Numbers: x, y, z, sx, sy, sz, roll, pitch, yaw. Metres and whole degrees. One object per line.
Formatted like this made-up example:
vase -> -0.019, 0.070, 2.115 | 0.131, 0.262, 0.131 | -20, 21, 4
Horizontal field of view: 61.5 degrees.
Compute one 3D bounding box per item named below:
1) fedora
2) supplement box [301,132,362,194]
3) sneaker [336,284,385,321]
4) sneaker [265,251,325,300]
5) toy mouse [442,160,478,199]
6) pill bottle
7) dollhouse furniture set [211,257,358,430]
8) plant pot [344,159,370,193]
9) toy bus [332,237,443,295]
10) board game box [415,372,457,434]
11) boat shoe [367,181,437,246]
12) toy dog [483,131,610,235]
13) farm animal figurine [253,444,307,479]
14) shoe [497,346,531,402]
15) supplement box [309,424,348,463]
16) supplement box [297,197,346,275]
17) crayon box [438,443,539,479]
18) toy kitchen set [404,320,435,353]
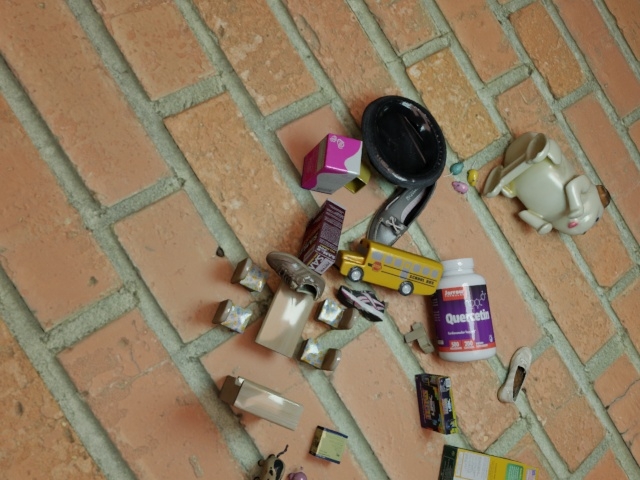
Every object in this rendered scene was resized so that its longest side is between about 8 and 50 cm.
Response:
fedora -> 0.254, -0.306, 1.780 | 0.334, 0.152, 0.333 | 6, 72, -18
supplement box -> 0.031, -0.229, 1.646 | 0.111, 0.220, 0.113 | 11, 77, -19
sneaker -> 0.131, 0.186, 1.703 | 0.178, 0.072, 0.077 | 36, 58, -20
sneaker -> -0.070, 0.098, 1.482 | 0.189, 0.066, 0.071 | 29, 40, -11
toy mouse -> 0.506, -0.227, 1.931 | 0.143, 0.031, 0.160 | 7, 78, -20
pill bottle -> 0.458, 0.225, 1.751 | 0.182, 0.181, 0.322 | -4, 82, -22
dollhouse furniture set -> -0.111, 0.283, 1.481 | 0.362, 0.256, 0.393 | 28, 72, -15
plant pot -> 0.117, -0.219, 1.758 | 0.081, 0.081, 0.083 | 35, 58, -12
toy bus -> 0.210, 0.085, 1.699 | 0.333, 0.108, 0.130 | 17, 98, -18
board game box -> 0.360, 0.507, 1.684 | 0.048, 0.141, 0.170 | -3, 81, -23
boat shoe -> 0.271, -0.101, 1.783 | 0.112, 0.095, 0.335 | 43, 69, -9
toy dog -> 0.836, -0.178, 1.951 | 0.408, 0.284, 0.395 | 39, 33, -9
farm animal figurine -> -0.119, 0.780, 1.434 | 0.327, 0.172, 0.330 | -36, 94, -22
shoe -> 0.687, 0.466, 1.862 | 0.077, 0.058, 0.219 | 37, 70, -12
supplement box -> 0.024, 0.601, 1.584 | 0.083, 0.056, 0.083 | 24, 73, -16
supplement box -> 0.000, 0.000, 1.591 | 0.073, 0.130, 0.239 | 29, 41, -14
crayon box -> 0.537, 0.797, 1.732 | 0.323, 0.083, 0.202 | 19, 74, -16
toy kitchen set -> 0.323, 0.327, 1.767 | 0.068, 0.075, 0.083 | -26, 51, 12
